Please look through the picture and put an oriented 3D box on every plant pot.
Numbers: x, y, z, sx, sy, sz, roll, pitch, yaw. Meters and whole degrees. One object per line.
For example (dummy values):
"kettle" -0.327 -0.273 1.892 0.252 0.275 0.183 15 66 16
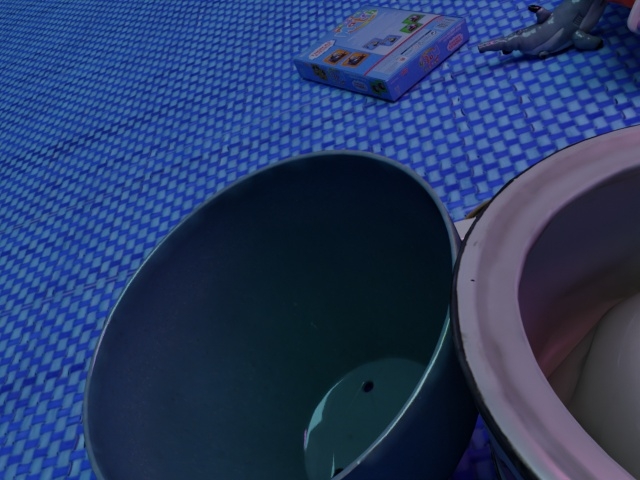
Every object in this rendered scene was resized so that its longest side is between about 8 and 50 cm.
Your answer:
"plant pot" 0.002 0.106 0.589 0.290 0.195 0.290 -21 44 21

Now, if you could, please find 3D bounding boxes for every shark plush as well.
"shark plush" 0.279 -0.273 0.996 0.161 0.067 0.073 -9 41 22

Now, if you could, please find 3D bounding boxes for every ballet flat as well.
"ballet flat" 0.089 0.040 0.733 0.232 0.073 0.080 -36 40 -12

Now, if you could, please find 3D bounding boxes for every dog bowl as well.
"dog bowl" 0.275 0.091 0.426 0.408 0.150 0.408 -4 37 3

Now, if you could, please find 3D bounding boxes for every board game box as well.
"board game box" 0.083 -0.277 1.142 0.160 0.039 0.212 -41 40 -19

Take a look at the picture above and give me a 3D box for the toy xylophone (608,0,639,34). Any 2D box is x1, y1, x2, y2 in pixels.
"toy xylophone" 0.408 -0.319 0.922 0.236 0.081 0.322 18 37 -4
